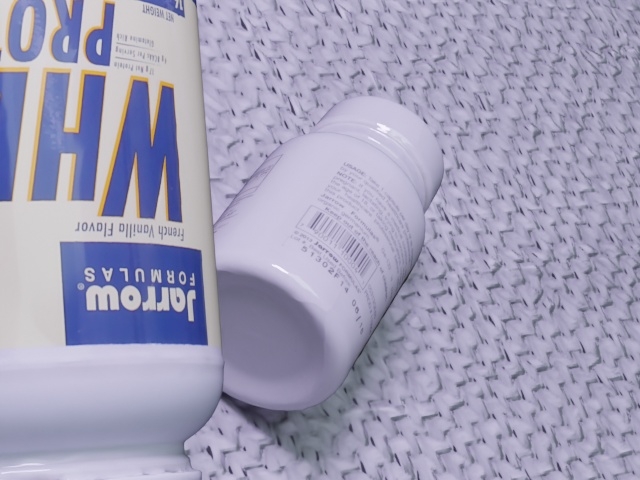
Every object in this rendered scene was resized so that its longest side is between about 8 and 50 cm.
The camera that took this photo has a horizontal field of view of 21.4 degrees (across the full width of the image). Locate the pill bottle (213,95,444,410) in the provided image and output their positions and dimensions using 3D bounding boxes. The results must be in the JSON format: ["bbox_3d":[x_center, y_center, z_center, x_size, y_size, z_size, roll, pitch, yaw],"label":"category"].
[{"bbox_3d":[0.000,0.000,1.178,0.131,0.131,0.229,42,43,-7],"label":"pill bottle"}]

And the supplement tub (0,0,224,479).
[{"bbox_3d":[-0.172,-0.003,0.882,0.235,0.235,0.325,1,81,-39],"label":"supplement tub"}]
